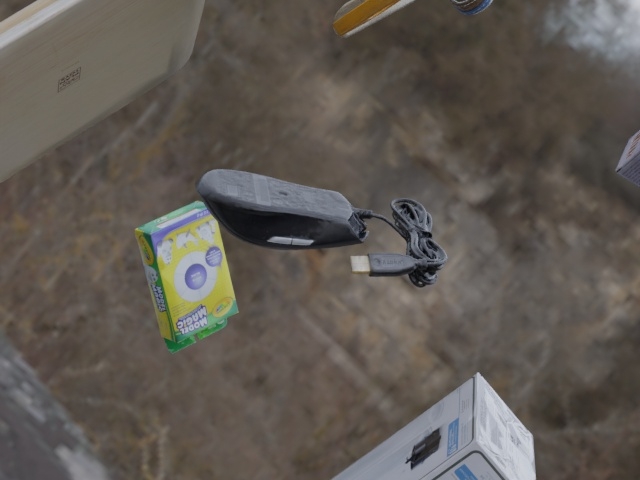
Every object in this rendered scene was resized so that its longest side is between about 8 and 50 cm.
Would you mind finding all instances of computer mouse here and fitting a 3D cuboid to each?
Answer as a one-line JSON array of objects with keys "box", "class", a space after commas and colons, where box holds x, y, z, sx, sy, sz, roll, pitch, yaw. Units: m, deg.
[{"box": [0.000, 0.000, 1.588, 0.262, 0.060, 0.184, 8, 23, -15], "class": "computer mouse"}]

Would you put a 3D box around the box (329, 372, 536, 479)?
[{"box": [0.060, 0.265, 1.439, 0.087, 0.290, 0.169, 49, 17, -9], "class": "box"}]

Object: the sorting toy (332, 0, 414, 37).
[{"box": [0.107, -0.233, 1.162, 0.047, 0.196, 0.347, 58, 29, -4], "class": "sorting toy"}]

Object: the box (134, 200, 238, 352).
[{"box": [-0.170, 0.051, 1.997, 0.043, 0.105, 0.179, 17, -54, 48], "class": "box"}]

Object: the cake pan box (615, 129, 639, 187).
[{"box": [0.536, -0.097, 1.926, 0.245, 0.070, 0.267, 28, -28, -5], "class": "cake pan box"}]

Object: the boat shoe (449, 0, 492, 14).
[{"box": [0.107, -0.295, 1.436, 0.066, 0.066, 0.183, 1, 65, -54], "class": "boat shoe"}]

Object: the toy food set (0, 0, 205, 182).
[{"box": [-0.199, -0.143, 1.059, 0.092, 0.306, 0.220, 52, -21, 9], "class": "toy food set"}]
